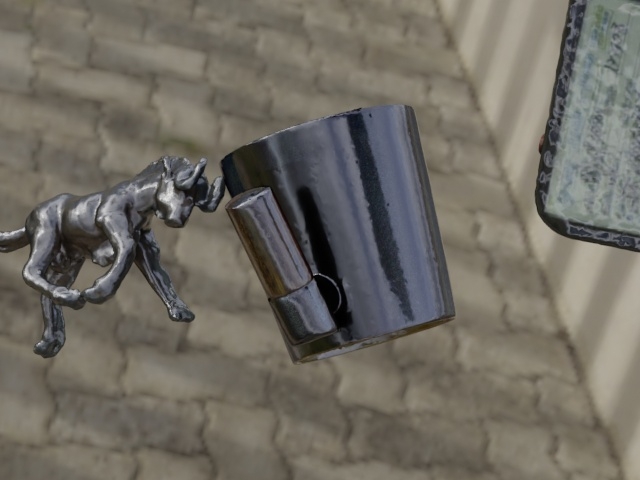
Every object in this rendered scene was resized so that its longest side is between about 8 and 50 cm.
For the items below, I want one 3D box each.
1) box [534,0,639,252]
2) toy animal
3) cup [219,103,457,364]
[{"bbox_3d":[0.267,-0.157,1.165,0.211,0.350,0.058,12,16,11],"label":"box"},{"bbox_3d":[-0.182,0.004,1.504,0.233,0.084,0.148,-14,57,26],"label":"toy animal"},{"bbox_3d":[-0.008,0.004,1.428,0.239,0.166,0.177,-10,83,-41],"label":"cup"}]
